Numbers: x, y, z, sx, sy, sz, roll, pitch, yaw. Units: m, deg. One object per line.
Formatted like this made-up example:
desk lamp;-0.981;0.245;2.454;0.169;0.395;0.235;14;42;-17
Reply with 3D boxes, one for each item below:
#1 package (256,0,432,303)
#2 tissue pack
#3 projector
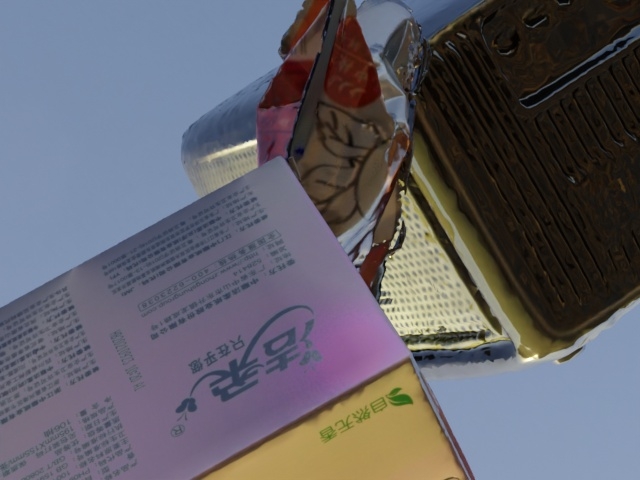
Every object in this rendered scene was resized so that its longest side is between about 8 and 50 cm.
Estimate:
package;0.000;0.000;0.872;0.194;0.071;0.269;13;-91;-60
tissue pack;-0.082;0.092;0.662;0.246;0.148;0.092;-28;-53;-2
projector;0.153;-0.087;1.260;0.395;0.405;0.242;-33;-81;-22
